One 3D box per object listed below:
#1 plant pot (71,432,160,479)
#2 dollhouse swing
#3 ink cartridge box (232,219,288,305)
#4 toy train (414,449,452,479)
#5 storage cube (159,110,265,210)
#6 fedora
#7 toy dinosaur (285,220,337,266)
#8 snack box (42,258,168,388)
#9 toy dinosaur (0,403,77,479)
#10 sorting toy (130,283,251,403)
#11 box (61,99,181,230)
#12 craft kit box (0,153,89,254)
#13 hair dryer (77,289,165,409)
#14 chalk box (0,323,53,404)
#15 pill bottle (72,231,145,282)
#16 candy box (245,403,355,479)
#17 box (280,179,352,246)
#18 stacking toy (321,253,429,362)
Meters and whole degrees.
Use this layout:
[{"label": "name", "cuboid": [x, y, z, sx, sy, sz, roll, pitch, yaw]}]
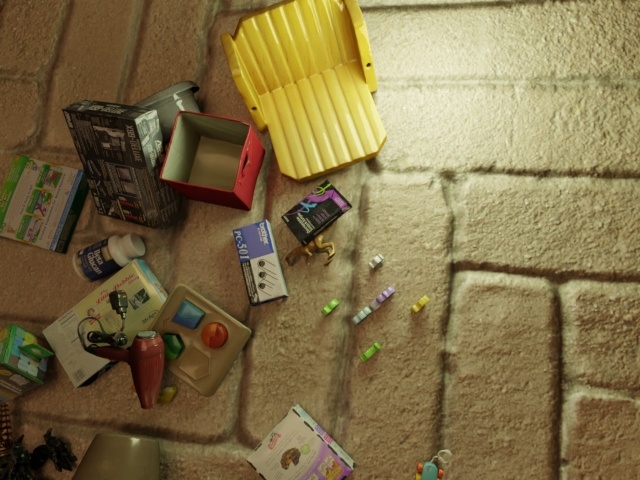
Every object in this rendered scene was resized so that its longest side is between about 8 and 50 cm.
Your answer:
[{"label": "plant pot", "cuboid": [-0.476, 0.578, 1.077, 0.263, 0.263, 0.229, 1, 62, 10]}, {"label": "dollhouse swing", "cuboid": [-0.025, -0.379, 1.166, 0.347, 0.315, 0.304, -18, 56, 5]}, {"label": "ink cartridge box", "cuboid": [-0.157, 0.059, 1.212, 0.097, 0.046, 0.206, -16, 76, 5]}, {"label": "toy train", "cuboid": [0.284, 0.556, 1.037, 0.125, 0.046, 0.166, -28, 78, 2]}, {"label": "storage cube", "cuboid": [-0.269, -0.200, 1.201, 0.215, 0.193, 0.183, 11, 81, 7]}, {"label": "fedora", "cuboid": [-0.435, -0.327, 1.277, 0.276, 0.243, 0.124, -24, 106, 10]}, {"label": "toy dinosaur", "cuboid": [0.000, 0.000, 1.188, 0.211, 0.064, 0.112, -41, 74, 0]}, {"label": "snack box", "cuboid": [-0.559, 0.219, 1.241, 0.322, 0.060, 0.187, -38, 77, 1]}, {"label": "toy dinosaur", "cuboid": [-0.776, 0.583, 1.168, 0.219, 0.164, 0.321, -29, 94, 19]}, {"label": "sorting toy", "cuboid": [-0.346, 0.293, 1.172, 0.229, 0.041, 0.307, 33, 96, 4]}, {"label": "box", "cuboid": [-0.502, -0.191, 1.190, 0.243, 0.307, 0.076, 12, 36, 22]}, {"label": "craft kit box", "cuboid": [-0.822, -0.108, 1.359, 0.247, 0.061, 0.249, 15, 81, 10]}, {"label": "hair dryer", "cuboid": [-0.476, 0.281, 1.159, 0.224, 0.080, 0.293, -39, 77, 30]}, {"label": "chalk box", "cuboid": [-0.804, 0.316, 1.205, 0.213, 0.132, 0.132, -27, 44, 3]}, {"label": "pill bottle", "cuboid": [-0.572, 0.041, 1.262, 0.170, 0.094, 0.094, -24, 76, 5]}, {"label": "candy box", "cuboid": [-0.046, 0.517, 1.087, 0.196, 0.070, 0.165, 42, 88, 14]}, {"label": "box", "cuboid": [-0.013, -0.073, 1.200, 0.162, 0.029, 0.116, -40, 49, 1]}, {"label": "stacking toy", "cuboid": [0.130, 0.162, 1.138, 0.221, 0.052, 0.167, -43, 75, 0]}]
